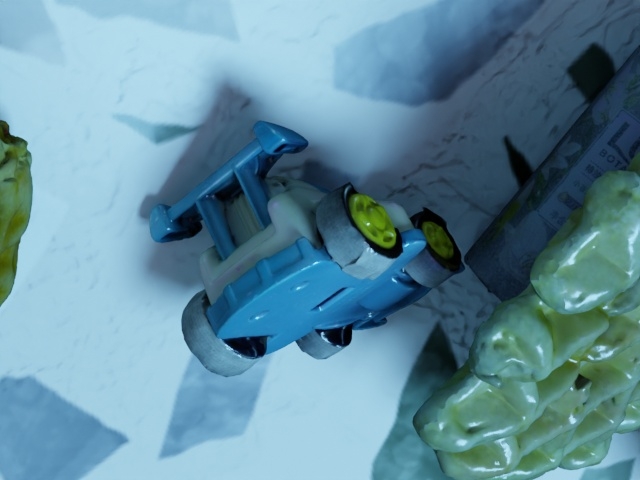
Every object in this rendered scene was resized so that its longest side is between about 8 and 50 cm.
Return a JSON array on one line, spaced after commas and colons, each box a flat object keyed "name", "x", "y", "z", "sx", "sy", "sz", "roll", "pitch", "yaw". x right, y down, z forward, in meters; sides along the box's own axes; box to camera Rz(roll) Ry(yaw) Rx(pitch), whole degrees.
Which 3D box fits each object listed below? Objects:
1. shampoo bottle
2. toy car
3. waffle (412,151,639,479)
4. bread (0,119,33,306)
[{"name": "shampoo bottle", "x": 0.172, "y": -0.049, "z": 0.815, "sx": 0.072, "sy": 0.072, "sz": 0.214, "roll": 33, "pitch": 101, "yaw": -34}, {"name": "toy car", "x": 0.000, "y": 0.000, "z": 0.767, "sx": 0.126, "sy": 0.098, "sz": 0.161, "roll": -36, "pitch": 161, "yaw": 31}, {"name": "waffle", "x": 0.189, "y": 0.023, "z": 0.802, "sx": 0.309, "sy": 0.056, "sz": 0.292, "roll": -54, "pitch": 152, "yaw": 11}, {"name": "bread", "x": -0.230, "y": 0.102, "z": 0.719, "sx": 0.077, "sy": 0.084, "sz": 0.367, "roll": 27, "pitch": 108, "yaw": 10}]
